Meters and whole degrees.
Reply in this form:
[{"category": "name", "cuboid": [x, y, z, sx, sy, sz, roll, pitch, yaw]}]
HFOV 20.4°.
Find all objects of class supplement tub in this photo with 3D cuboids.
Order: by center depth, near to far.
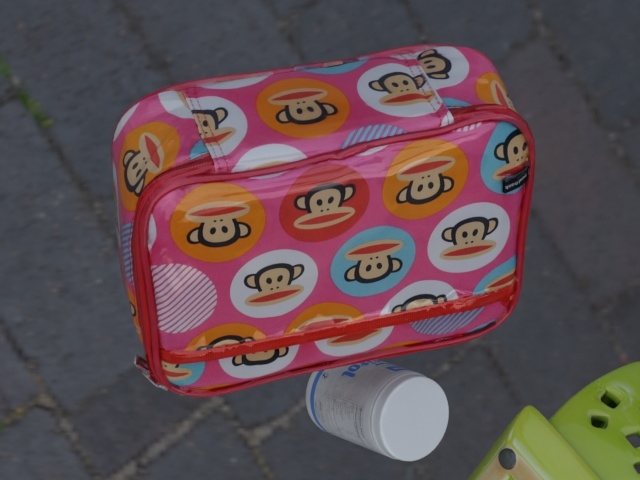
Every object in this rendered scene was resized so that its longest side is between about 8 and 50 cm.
[{"category": "supplement tub", "cuboid": [0.044, 0.130, 1.417, 0.071, 0.107, 0.071, -6, 101, -34]}]

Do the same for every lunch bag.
[{"category": "lunch bag", "cuboid": [0.000, 0.000, 1.275, 0.293, 0.120, 0.258, -11, 135, -12]}]

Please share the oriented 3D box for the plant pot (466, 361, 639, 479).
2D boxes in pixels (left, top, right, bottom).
[{"category": "plant pot", "cuboid": [0.224, 0.261, 1.477, 0.207, 0.228, 0.227, -5, 46, -48]}]
